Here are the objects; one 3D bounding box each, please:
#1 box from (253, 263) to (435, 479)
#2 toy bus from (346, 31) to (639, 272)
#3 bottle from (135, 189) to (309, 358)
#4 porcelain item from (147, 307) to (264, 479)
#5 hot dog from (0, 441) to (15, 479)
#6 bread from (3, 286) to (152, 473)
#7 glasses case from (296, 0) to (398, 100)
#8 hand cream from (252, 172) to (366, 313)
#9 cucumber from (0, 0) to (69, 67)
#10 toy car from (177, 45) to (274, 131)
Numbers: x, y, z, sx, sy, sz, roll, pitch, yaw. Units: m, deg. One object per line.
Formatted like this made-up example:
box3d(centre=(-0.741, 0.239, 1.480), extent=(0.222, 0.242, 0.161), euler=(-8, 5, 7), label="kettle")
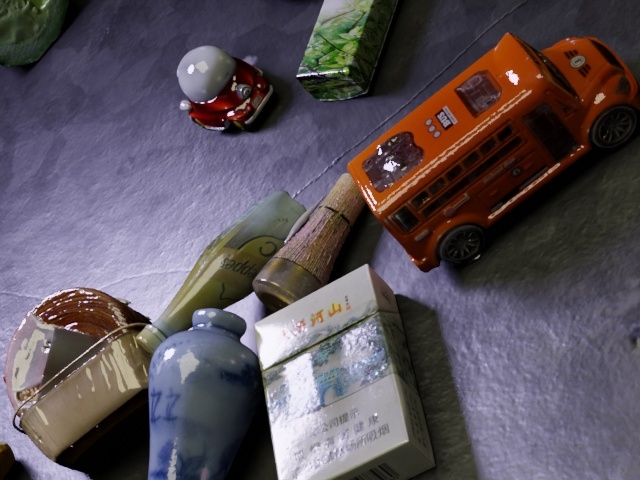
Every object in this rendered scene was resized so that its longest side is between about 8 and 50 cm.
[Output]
box3d(centre=(0.023, 0.170, 1.717), extent=(0.164, 0.069, 0.256), euler=(-29, 45, 18), label="box")
box3d(centre=(0.201, -0.122, 1.741), extent=(0.329, 0.153, 0.143), euler=(-37, 42, 9), label="toy bus")
box3d(centre=(-0.122, 0.047, 1.879), extent=(0.269, 0.083, 0.083), euler=(-45, 40, -21), label="bottle")
box3d(centre=(-0.144, 0.209, 1.775), extent=(0.141, 0.141, 0.259), euler=(-2, 65, 37), label="porcelain item")
box3d(centre=(-0.484, 0.382, 1.943), extent=(0.289, 0.068, 0.083), euler=(-64, 1, -20), label="hot dog")
box3d(centre=(-0.297, 0.165, 1.917), extent=(0.224, 0.142, 0.212), euler=(-38, 60, 10), label="bread")
box3d(centre=(0.056, -0.319, 2.070), extent=(0.095, 0.062, 0.272), euler=(-1, 59, 37), label="glasses case")
box3d(centre=(0.000, 0.000, 1.865), extent=(0.084, 0.084, 0.203), euler=(13, 62, 43), label="hand cream")
box3d(centre=(-0.527, -0.386, 2.496), extent=(0.191, 0.191, 0.130), euler=(-50, 42, -5), label="cucumber")
box3d(centre=(-0.143, -0.221, 2.113), extent=(0.139, 0.112, 0.112), euler=(20, 72, 45), label="toy car")
